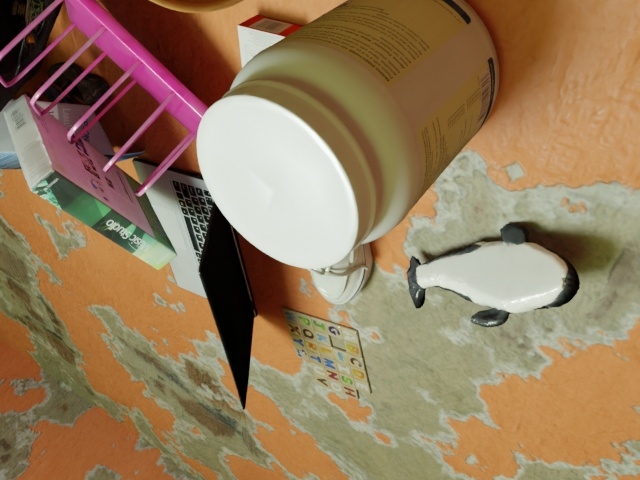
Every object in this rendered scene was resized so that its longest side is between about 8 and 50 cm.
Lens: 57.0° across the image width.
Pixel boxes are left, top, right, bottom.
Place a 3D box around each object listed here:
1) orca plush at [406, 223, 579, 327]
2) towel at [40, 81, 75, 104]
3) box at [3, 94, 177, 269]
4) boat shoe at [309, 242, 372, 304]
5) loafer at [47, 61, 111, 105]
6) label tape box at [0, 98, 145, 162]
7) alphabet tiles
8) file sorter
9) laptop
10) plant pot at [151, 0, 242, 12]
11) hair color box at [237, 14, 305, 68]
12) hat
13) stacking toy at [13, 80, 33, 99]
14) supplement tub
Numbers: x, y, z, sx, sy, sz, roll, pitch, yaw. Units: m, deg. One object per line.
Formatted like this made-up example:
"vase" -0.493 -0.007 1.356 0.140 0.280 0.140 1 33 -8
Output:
"orca plush" 0.258 0.072 0.870 0.102 0.151 0.287 27 148 -31
"towel" -0.555 -0.297 1.257 0.067 0.029 0.119 46 176 -3
"box" -0.414 -0.097 1.083 0.232 0.058 0.322 53 -175 36
"boat shoe" 0.007 0.002 0.978 0.136 0.156 0.367 27 139 21
"loafer" -0.514 -0.324 1.218 0.170 0.061 0.062 22 138 26
"label tape box" -0.584 -0.213 1.221 0.249 0.348 0.115 -2 95 44
"alphabet tiles" 0.017 0.262 1.328 0.198 0.009 0.237 13 132 33
"file sorter" -0.348 -0.227 0.965 0.291 0.182 0.202 43 170 -18
"laptop" -0.278 0.079 1.239 0.408 0.236 0.381 18 134 30
"plant pot" -0.183 -0.434 0.673 0.203 0.291 0.290 36 144 36
"hair color box" -0.068 -0.247 0.901 0.093 0.053 0.167 22 136 24
"hat" -0.542 -0.374 0.963 0.134 0.331 0.331 24 144 -14
"stacking toy" -0.717 -0.384 1.219 0.351 0.350 0.479 26 157 22
"supplement tub" 0.041 -0.141 0.680 0.236 0.325 0.235 24 138 24
